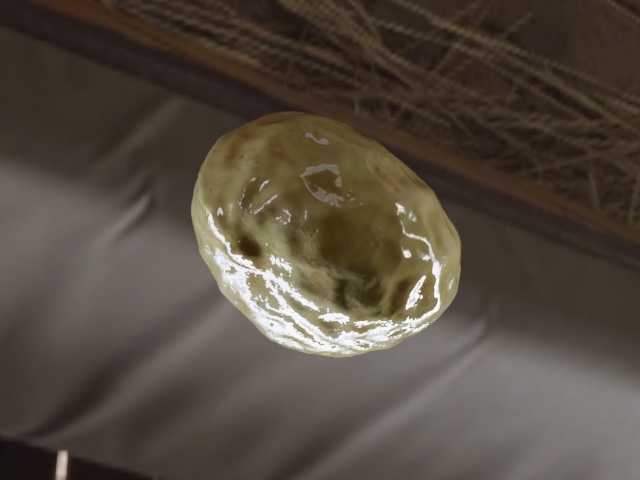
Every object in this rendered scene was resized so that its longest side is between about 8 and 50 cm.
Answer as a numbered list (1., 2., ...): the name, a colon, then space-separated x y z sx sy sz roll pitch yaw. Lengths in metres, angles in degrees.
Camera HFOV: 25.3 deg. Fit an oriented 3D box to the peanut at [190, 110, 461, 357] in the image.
1. peanut: 0.000 0.000 0.753 0.141 0.109 0.159 -25 135 39
